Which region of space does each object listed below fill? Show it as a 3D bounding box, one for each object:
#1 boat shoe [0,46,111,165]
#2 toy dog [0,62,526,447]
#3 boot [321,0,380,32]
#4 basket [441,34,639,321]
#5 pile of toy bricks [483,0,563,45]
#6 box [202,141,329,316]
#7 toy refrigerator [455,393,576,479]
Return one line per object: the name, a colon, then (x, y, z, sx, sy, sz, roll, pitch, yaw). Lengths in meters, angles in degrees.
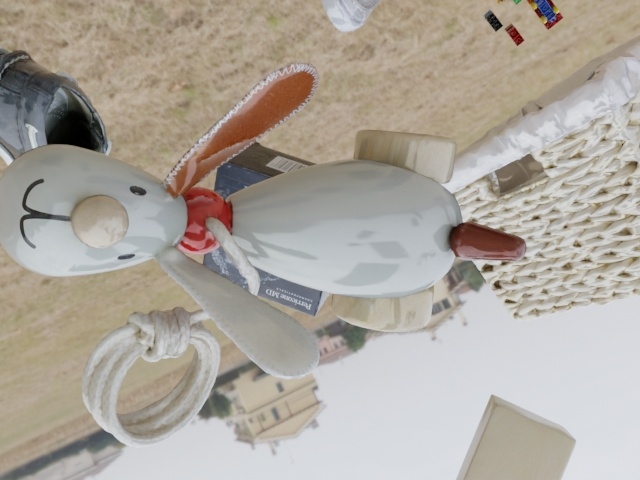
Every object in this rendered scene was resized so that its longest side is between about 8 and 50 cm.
boat shoe: (-0.287, -0.107, 0.636, 0.091, 0.114, 0.302, 19, 173, -1)
toy dog: (0.000, 0.000, 0.369, 0.333, 0.220, 0.161, -24, -159, -33)
boot: (0.084, -0.354, 0.654, 0.123, 0.258, 0.095, -7, 145, 37)
basket: (0.380, -0.093, 0.779, 0.331, 0.266, 0.328, -33, -178, -30)
pile of toy bricks: (0.324, -0.453, 1.008, 0.118, 0.212, 0.105, -36, -158, 24)
box: (-0.047, -0.016, 0.692, 0.093, 0.155, 0.158, -54, 160, -61)
toy refrigerator: (0.216, 0.345, 0.726, 0.270, 0.102, 0.094, -68, 166, -2)
